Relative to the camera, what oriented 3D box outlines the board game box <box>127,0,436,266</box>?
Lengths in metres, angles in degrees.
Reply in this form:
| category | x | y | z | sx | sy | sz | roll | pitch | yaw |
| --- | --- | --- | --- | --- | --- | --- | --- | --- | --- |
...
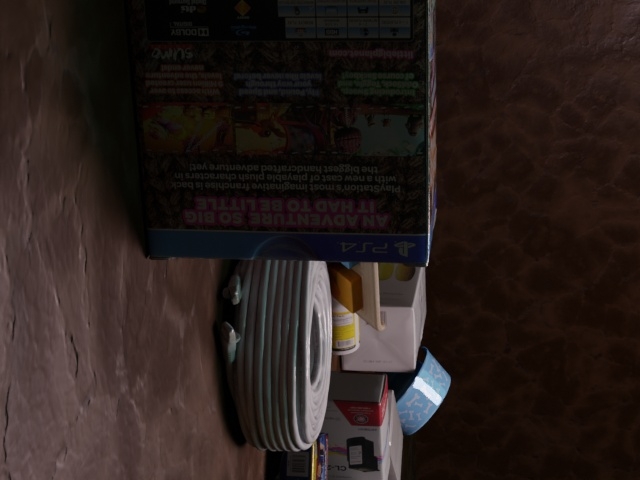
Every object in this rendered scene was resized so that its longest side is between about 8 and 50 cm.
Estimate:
| category | x | y | z | sx | sy | sz | roll | pitch | yaw |
| --- | --- | --- | --- | --- | --- | --- | --- | --- | --- |
| board game box | -0.022 | -0.139 | 0.995 | 0.141 | 0.232 | 0.291 | -68 | 158 | -68 |

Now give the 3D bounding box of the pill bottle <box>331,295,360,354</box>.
| category | x | y | z | sx | sy | sz | roll | pitch | yaw |
| --- | --- | --- | --- | --- | --- | --- | --- | --- | --- |
| pill bottle | 0.029 | 0.116 | 1.927 | 0.065 | 0.065 | 0.116 | -70 | 160 | -65 |

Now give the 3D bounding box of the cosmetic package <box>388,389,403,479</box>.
| category | x | y | z | sx | sy | sz | roll | pitch | yaw |
| --- | --- | --- | --- | --- | --- | --- | --- | --- | --- |
| cosmetic package | 0.066 | 0.325 | 2.001 | 0.238 | 0.127 | 0.107 | 80 | 14 | -60 |

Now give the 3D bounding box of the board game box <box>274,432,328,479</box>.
| category | x | y | z | sx | sy | sz | roll | pitch | yaw |
| --- | --- | --- | --- | --- | --- | --- | --- | --- | --- |
| board game box | -0.026 | 0.352 | 1.610 | 0.194 | 0.060 | 0.194 | 41 | 50 | -80 |

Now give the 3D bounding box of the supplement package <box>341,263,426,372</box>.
| category | x | y | z | sx | sy | sz | roll | pitch | yaw |
| --- | --- | --- | --- | --- | --- | --- | --- | --- | --- |
| supplement package | 0.119 | 0.127 | 2.271 | 0.244 | 0.139 | 0.134 | -69 | 158 | -65 |

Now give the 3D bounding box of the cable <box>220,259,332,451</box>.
| category | x | y | z | sx | sy | sz | roll | pitch | yaw |
| --- | --- | --- | --- | --- | --- | --- | --- | --- | --- |
| cable | -0.039 | 0.109 | 1.386 | 0.257 | 0.089 | 0.257 | -77 | 165 | -55 |

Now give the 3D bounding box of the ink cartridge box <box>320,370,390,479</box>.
| category | x | y | z | sx | sy | sz | roll | pitch | yaw |
| --- | --- | --- | --- | --- | --- | --- | --- | --- | --- |
| ink cartridge box | 0.033 | 0.277 | 1.760 | 0.072 | 0.127 | 0.175 | -75 | 163 | -56 |

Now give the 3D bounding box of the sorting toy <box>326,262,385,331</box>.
| category | x | y | z | sx | sy | sz | roll | pitch | yaw |
| --- | --- | --- | --- | --- | --- | --- | --- | --- | --- |
| sorting toy | 0.000 | 0.000 | 1.479 | 0.038 | 0.193 | 0.208 | -34 | 140 | -22 |

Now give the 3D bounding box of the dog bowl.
| category | x | y | z | sx | sy | sz | roll | pitch | yaw |
| --- | --- | --- | --- | --- | --- | --- | --- | --- | --- |
| dog bowl | 0.155 | 0.288 | 2.304 | 0.166 | 0.074 | 0.297 | -53 | -174 | -12 |
